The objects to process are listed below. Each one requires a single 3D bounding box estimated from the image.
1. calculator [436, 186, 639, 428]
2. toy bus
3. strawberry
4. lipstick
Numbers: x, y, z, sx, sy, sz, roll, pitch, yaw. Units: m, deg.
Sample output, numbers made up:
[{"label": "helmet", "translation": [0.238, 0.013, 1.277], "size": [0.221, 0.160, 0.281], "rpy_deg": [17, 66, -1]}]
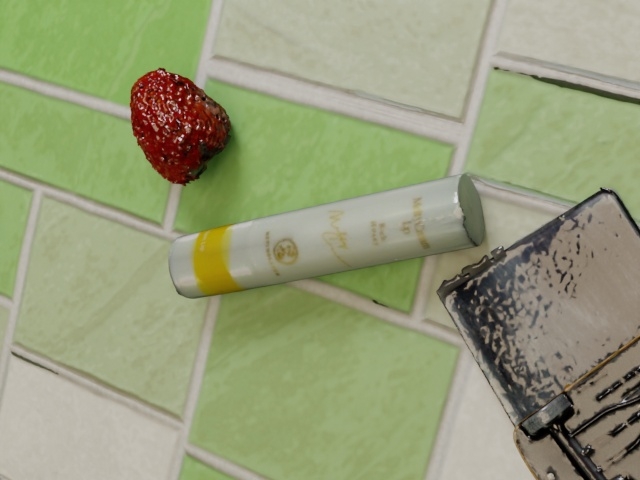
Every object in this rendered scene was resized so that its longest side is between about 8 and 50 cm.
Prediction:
[{"label": "calculator", "translation": [0.210, 0.108, 0.734], "size": [0.161, 0.021, 0.262], "rpy_deg": [-33, 78, 24]}, {"label": "toy bus", "translation": [0.225, 0.100, 0.667], "size": [0.194, 0.088, 0.083], "rpy_deg": [-41, 75, 19]}, {"label": "strawberry", "translation": [-0.122, -0.098, 0.860], "size": [0.083, 0.083, 0.096], "rpy_deg": [-39, 86, 23]}, {"label": "lipstick", "translation": [0.000, 0.000, 0.816], "size": [0.264, 0.059, 0.059], "rpy_deg": [-11, 87, 26]}]
